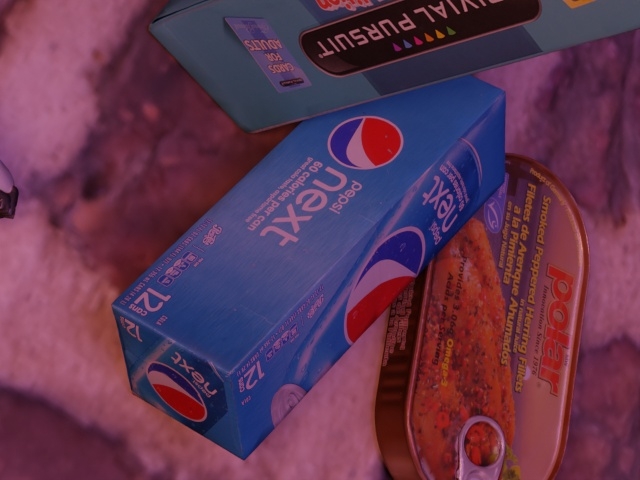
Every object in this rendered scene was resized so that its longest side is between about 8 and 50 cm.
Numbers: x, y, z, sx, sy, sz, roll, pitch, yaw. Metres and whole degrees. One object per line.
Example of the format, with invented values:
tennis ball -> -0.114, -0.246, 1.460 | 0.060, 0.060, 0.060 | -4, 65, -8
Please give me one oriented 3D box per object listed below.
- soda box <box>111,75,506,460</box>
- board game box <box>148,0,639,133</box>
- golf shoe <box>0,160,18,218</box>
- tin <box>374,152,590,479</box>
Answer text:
soda box -> 0.000, 0.000, 0.912 | 0.210, 0.071, 0.067 | -46, 149, -29
board game box -> 0.102, -0.182, 0.857 | 0.079, 0.336, 0.253 | 47, 61, -21
golf shoe -> -0.190, -0.086, 0.802 | 0.198, 0.077, 0.094 | 42, 63, -25
tin -> 0.084, 0.049, 1.001 | 0.106, 0.040, 0.189 | 18, 75, -28
